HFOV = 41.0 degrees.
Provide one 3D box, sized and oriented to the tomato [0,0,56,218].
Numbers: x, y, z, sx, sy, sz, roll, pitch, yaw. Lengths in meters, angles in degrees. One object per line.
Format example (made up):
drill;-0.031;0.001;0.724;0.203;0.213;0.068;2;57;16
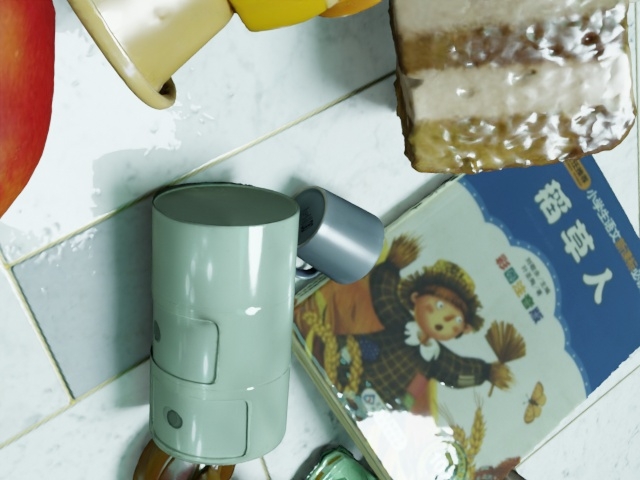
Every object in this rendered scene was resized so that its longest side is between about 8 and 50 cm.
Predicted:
tomato;-0.299;-0.097;0.399;0.325;0.290;0.293;32;88;-34

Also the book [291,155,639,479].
book;0.191;0.078;0.950;0.428;0.039;0.300;-37;100;-21

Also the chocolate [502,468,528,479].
chocolate;0.219;0.398;1.036;0.225;0.210;0.340;-55;140;-24

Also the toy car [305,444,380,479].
toy car;0.046;0.307;1.002;0.093;0.058;0.186;-53;131;-10

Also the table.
table;-0.086;0.071;0.751;0.126;0.126;0.219;-9;114;-35

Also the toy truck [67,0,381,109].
toy truck;-0.075;-0.234;0.551;0.212;0.288;0.204;-26;132;2

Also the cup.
cup;0.000;0.000;0.832;0.077;0.078;0.100;29;120;-37

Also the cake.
cake;0.149;-0.221;0.737;0.199;0.196;0.292;-7;115;7

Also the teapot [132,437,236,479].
teapot;-0.126;0.227;0.818;0.129;0.078;0.098;-54;131;-7

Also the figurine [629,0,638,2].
figurine;0.300;-0.336;0.883;0.276;0.133;0.200;-32;138;-18
